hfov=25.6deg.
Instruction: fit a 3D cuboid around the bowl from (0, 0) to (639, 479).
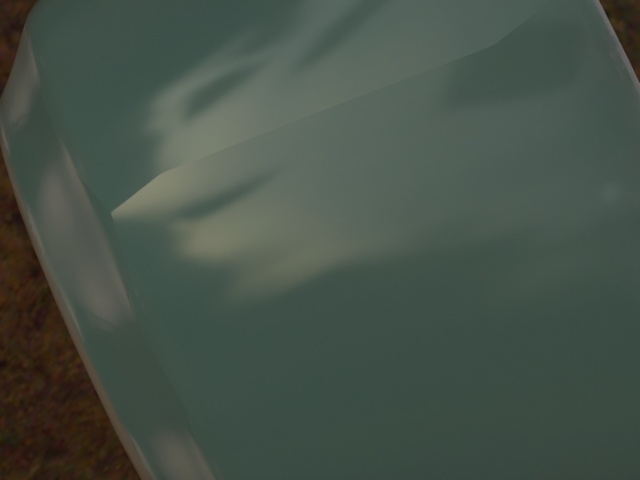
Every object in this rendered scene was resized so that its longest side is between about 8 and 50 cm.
[{"bbox_3d":[0.000,0.000,0.486,0.163,0.311,0.311,-25,68,-4],"label":"bowl"}]
